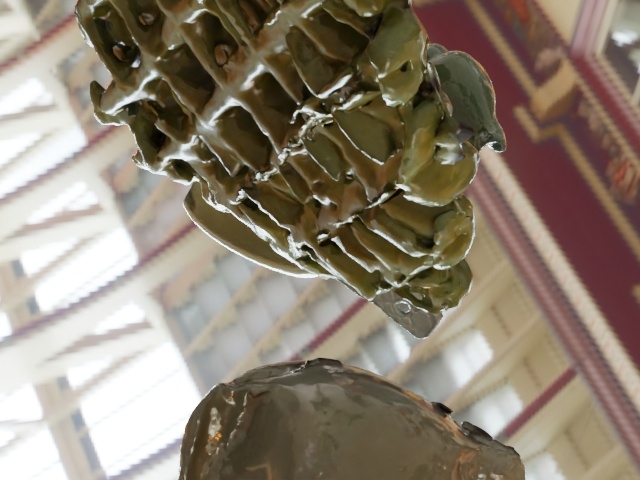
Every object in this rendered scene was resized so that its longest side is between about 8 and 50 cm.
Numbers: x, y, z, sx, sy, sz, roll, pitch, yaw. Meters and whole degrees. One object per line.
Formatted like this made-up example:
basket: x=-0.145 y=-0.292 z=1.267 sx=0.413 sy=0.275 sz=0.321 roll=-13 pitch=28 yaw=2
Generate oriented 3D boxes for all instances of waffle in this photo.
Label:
waffle: x=-0.037 y=-0.094 z=0.847 sx=0.073 sy=0.317 sz=0.297 roll=-37 pitch=-130 yaw=-27

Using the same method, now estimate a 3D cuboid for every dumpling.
dumpling: x=0.019 y=0.217 z=1.258 sx=0.243 sy=0.175 sz=0.227 roll=18 pitch=-86 yaw=22

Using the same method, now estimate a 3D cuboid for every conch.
conch: x=0.097 y=-0.113 z=1.274 sx=0.065 sy=0.088 sz=0.180 roll=23 pitch=-154 yaw=-39

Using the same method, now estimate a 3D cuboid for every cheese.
cheese: x=0.000 y=0.000 z=1.355 sx=0.251 sy=0.127 sz=0.054 roll=37 pitch=-141 yaw=6
